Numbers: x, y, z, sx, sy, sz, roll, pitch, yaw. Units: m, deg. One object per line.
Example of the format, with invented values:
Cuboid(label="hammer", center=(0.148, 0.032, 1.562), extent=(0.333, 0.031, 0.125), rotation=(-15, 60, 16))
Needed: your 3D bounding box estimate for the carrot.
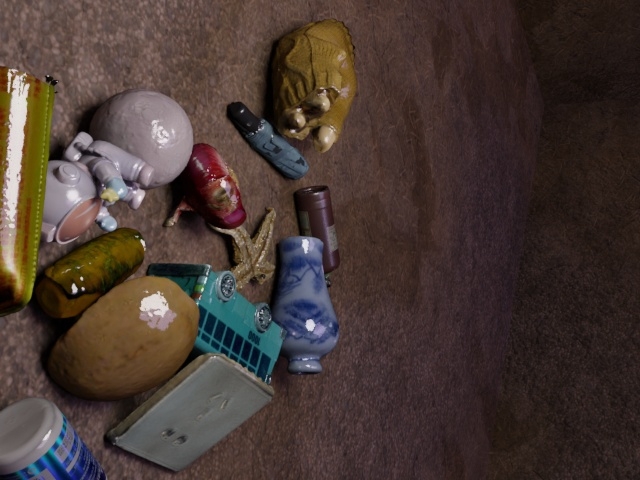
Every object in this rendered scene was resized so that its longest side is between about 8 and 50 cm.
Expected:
Cuboid(label="carrot", center=(-0.306, 0.043, 1.132), extent=(0.173, 0.082, 0.082), rotation=(-38, 123, -57))

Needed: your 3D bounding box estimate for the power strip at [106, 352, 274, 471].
Cuboid(label="power strip", center=(-0.199, 0.248, 1.280), extent=(0.213, 0.064, 0.198), rotation=(-39, 141, 0))

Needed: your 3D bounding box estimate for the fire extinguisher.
Cuboid(label="fire extinguisher", center=(0.000, 0.000, 1.746), extent=(0.099, 0.071, 0.231), rotation=(-97, 177, -72))

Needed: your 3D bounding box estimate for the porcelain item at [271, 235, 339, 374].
Cuboid(label="porcelain item", center=(-0.035, 0.125, 1.609), extent=(0.141, 0.141, 0.258), rotation=(29, 55, -59))

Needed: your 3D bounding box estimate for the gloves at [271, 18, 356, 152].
Cuboid(label="gloves", center=(-0.015, -0.303, 1.619), extent=(0.356, 0.156, 0.203), rotation=(-81, 164, -56))

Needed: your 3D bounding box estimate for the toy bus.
Cuboid(label="toy bus", center=(-0.172, 0.145, 1.340), extent=(0.256, 0.128, 0.147), rotation=(48, 51, -49))

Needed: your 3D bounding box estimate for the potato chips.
Cuboid(label="potato chips", center=(-0.254, 0.147, 1.129), extent=(0.208, 0.062, 0.195), rotation=(-7, 123, -33))

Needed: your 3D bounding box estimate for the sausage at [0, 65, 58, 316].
Cuboid(label="sausage", center=(-0.372, -0.040, 0.961), extent=(0.125, 0.117, 0.317), rotation=(4, 87, -21))

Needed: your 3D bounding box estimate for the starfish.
Cuboid(label="starfish", center=(-0.134, 0.019, 1.500), extent=(0.247, 0.050, 0.138), rotation=(-18, 104, -65))

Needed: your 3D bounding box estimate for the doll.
Cuboid(label="doll", center=(-0.290, -0.096, 1.116), extent=(0.287, 0.151, 0.150), rotation=(-49, 132, -44))

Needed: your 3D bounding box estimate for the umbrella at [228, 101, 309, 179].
Cuboid(label="umbrella", center=(-0.093, -0.183, 1.575), extent=(0.250, 0.053, 0.052), rotation=(43, 53, -55))

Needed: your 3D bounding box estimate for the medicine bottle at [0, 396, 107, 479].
Cuboid(label="medicine bottle", center=(-0.332, 0.293, 1.044), extent=(0.107, 0.107, 0.191), rotation=(-61, 141, -43))

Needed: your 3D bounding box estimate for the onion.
Cuboid(label="onion", center=(-0.195, -0.070, 1.341), extent=(0.150, 0.140, 0.150), rotation=(58, -5, 8))
